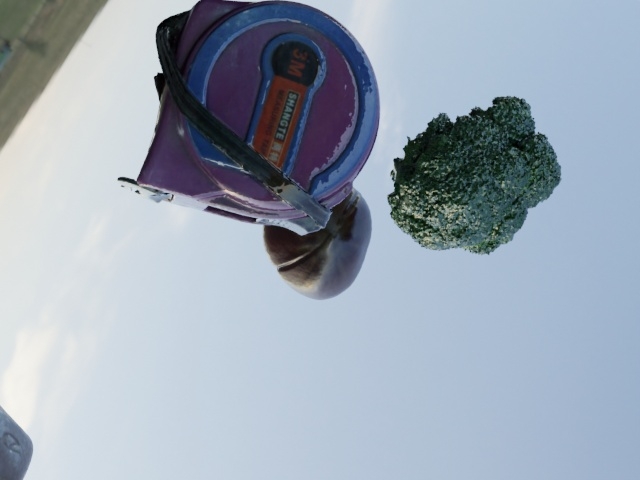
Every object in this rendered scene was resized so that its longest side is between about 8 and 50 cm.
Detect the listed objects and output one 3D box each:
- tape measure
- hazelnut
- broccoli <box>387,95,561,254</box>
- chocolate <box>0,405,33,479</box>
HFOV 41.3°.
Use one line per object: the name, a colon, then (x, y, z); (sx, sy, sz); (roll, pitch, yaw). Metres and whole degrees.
tape measure: (-0.065, -0.130, 0.880); (0.149, 0.245, 0.231); (158, -51, -77)
hazelnut: (0.000, 0.000, 1.607); (0.229, 0.229, 0.229); (-43, -151, 31)
broccoli: (0.243, -0.109, 1.426); (0.295, 0.265, 0.245); (-29, -152, 29)
chocolate: (-0.542, 0.284, 1.323); (0.083, 0.261, 0.161); (-36, -160, 10)
